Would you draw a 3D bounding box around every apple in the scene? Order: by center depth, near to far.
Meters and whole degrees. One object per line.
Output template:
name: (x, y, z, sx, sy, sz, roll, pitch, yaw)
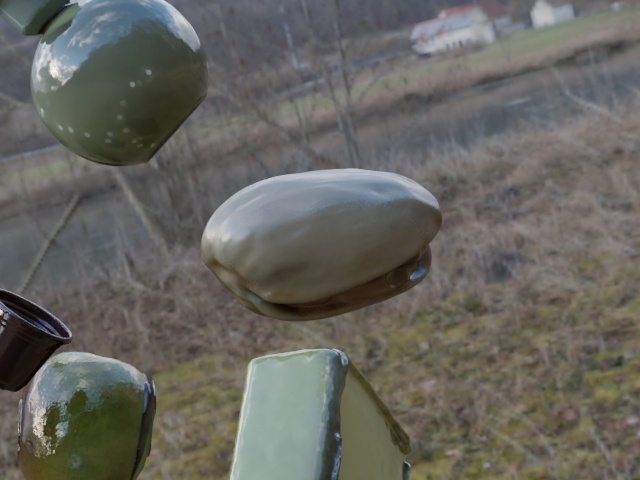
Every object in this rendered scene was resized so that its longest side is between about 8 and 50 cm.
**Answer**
apple: (-0.309, 0.251, 1.356, 0.207, 0.174, 0.188, -5, 56, 32)

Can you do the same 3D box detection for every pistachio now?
pistachio: (0.000, 0.000, 0.933, 0.215, 0.143, 0.144, -9, 6, -12)

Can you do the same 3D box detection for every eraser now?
eraser: (-0.004, 0.149, 0.466, 0.058, 0.117, 0.172, -7, 52, 20)

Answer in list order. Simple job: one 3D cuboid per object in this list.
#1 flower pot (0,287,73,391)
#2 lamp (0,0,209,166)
flower pot: (-0.354, 0.120, 1.183, 0.089, 0.111, 0.111, -57, 9, 1)
lamp: (-0.132, -0.112, 0.522, 0.091, 0.163, 0.091, -44, 10, 10)
